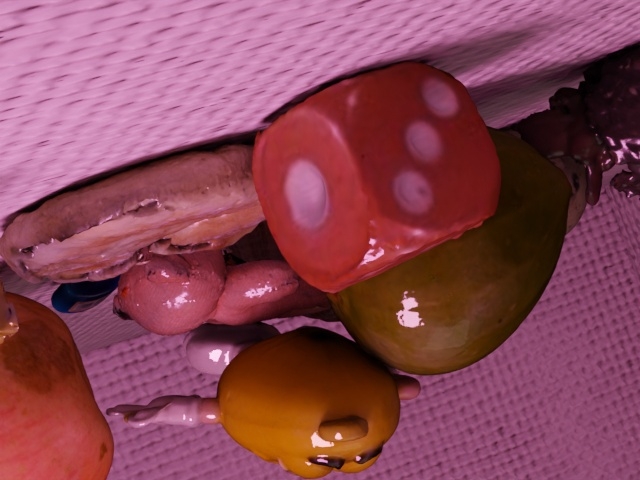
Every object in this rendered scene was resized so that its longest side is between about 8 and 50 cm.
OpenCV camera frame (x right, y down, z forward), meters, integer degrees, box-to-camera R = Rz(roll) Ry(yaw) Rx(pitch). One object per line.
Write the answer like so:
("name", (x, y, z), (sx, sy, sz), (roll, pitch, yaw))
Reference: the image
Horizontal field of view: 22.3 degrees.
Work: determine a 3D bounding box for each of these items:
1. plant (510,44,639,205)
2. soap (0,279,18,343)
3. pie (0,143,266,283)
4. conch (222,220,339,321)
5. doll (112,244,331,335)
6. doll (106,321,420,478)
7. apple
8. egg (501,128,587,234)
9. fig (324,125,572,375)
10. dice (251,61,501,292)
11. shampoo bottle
("plant", (0.387, -0.141, 1.963), (0.234, 0.178, 0.204), (-28, 173, 27))
("soap", (-0.350, 0.049, 1.434), (0.076, 0.135, 0.233), (-17, 176, -32))
("pie", (-0.171, -0.028, 1.667), (0.337, 0.075, 0.337), (-18, 170, -3))
("conch", (0.006, 0.016, 2.177), (0.352, 0.210, 0.297), (-22, 161, 6))
("doll", (-0.103, 0.033, 1.999), (0.303, 0.156, 0.201), (-2, 164, -27))
("doll", (-0.050, 0.178, 1.975), (0.348, 0.161, 0.423), (0, -170, 18))
("apple", (-0.420, 0.223, 1.915), (0.364, 0.364, 0.364), (-19, 175, -2))
("egg", (0.270, -0.071, 2.320), (0.228, 0.177, 0.177), (-8, 176, 4))
("fig", (0.150, -0.007, 1.870), (0.316, 0.316, 0.316), (-19, 175, -2))
("dice", (0.055, -0.059, 1.545), (0.179, 0.174, 0.175), (-16, 171, -38))
("shampoo bottle", (-0.325, 0.067, 2.252), (0.087, 0.050, 0.183), (-20, 175, -20))
